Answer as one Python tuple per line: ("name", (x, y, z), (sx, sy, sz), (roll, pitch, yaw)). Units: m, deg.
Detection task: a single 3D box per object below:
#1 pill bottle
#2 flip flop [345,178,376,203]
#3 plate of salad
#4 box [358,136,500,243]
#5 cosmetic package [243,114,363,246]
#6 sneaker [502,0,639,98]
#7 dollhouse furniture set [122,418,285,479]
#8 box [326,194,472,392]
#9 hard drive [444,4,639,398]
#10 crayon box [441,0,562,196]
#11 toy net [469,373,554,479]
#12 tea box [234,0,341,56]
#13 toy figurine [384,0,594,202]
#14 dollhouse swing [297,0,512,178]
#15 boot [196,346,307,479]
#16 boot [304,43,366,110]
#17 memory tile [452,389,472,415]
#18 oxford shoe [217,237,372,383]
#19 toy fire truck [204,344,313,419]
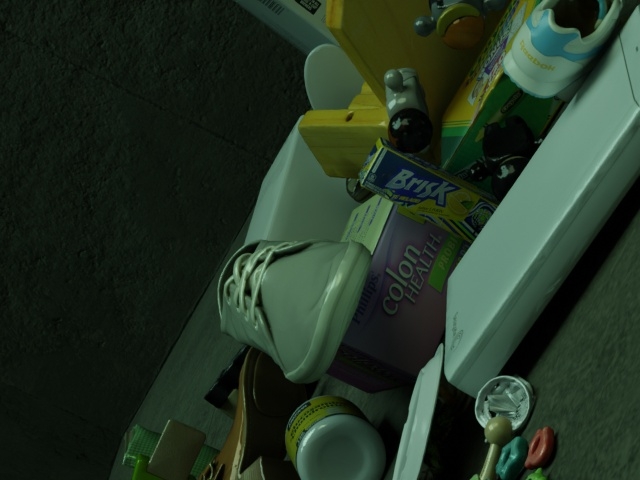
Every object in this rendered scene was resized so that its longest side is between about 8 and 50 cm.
("pill bottle", (0.013, 0.238, 1.946), (0.103, 0.103, 0.184), (-64, 9, 1))
("flip flop", (0.148, -0.136, 2.249), (0.277, 0.080, 0.112), (-42, 28, 26))
("plate of salad", (0.106, 0.201, 1.647), (0.200, 0.048, 0.200), (13, -90, -90))
("box", (0.129, -0.053, 1.880), (0.054, 0.169, 0.059), (-62, 9, 12))
("cosmetic package", (0.000, 0.000, 2.399), (0.155, 0.197, 0.365), (-58, 10, 36))
("sneaker", (0.275, -0.228, 1.669), (0.229, 0.087, 0.092), (-44, -10, -41))
("dollhouse furniture set", (-0.186, 0.314, 2.570), (0.151, 0.198, 0.301), (-65, 9, 5))
("box", (0.080, 0.059, 2.017), (0.213, 0.117, 0.243), (-67, 8, -14))
("hard drive", (0.230, -0.042, 1.597), (0.353, 0.047, 0.233), (-58, 8, 24))
("crayon box", (0.240, -0.203, 1.940), (0.278, 0.081, 0.165), (-60, 10, 26))
("toy net", (0.159, 0.177, 1.469), (0.122, 0.045, 0.232), (-59, 10, 33))
("tea box", (0.084, -0.412, 2.479), (0.323, 0.329, 0.220), (-55, 8, -6))
("toy figurine", (0.179, -0.161, 1.778), (0.213, 0.209, 0.148), (-60, 15, 27))
("dollhouse swing", (0.083, -0.302, 2.135), (0.315, 0.305, 0.347), (6, 58, 55))
("boot", (-0.111, 0.304, 2.361), (0.220, 0.109, 0.283), (-46, 41, 40))
("boot", (0.063, -0.181, 2.408), (0.095, 0.258, 0.123), (-28, 16, 14))
("memory tile", (0.167, 0.105, 1.728), (0.148, 0.012, 0.113), (-62, 9, 9))
("oxford shoe", (-0.042, 0.066, 1.920), (0.169, 0.130, 0.449), (-64, 10, -6))
("toy fire truck", (-0.067, 0.148, 2.584), (0.246, 0.158, 0.217), (-56, 2, -36))
